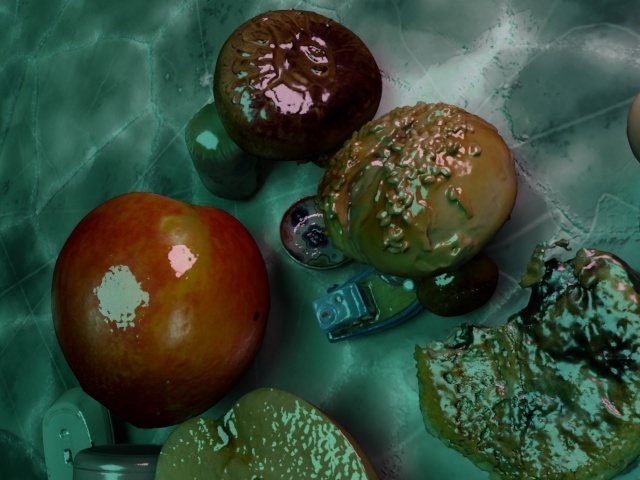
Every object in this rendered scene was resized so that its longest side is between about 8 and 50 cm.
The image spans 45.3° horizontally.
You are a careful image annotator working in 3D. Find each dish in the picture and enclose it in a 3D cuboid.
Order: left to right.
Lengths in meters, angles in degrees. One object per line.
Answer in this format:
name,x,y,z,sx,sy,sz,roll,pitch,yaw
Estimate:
dish,0.000,0.000,1.294,0.141,0.078,0.141,1,62,-1

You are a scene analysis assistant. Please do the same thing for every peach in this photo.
peach,-0.261,0.113,1.260,0.388,0.388,0.388,-7,76,32

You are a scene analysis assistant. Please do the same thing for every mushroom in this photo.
mushroom,-0.031,-0.245,1.243,0.278,0.297,0.163,55,152,-7
mushroom,0.197,0.062,1.113,0.127,0.127,0.087,-35,59,23

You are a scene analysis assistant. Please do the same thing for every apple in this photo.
apple,-0.077,0.408,1.131,0.312,0.320,0.360,113,141,-52

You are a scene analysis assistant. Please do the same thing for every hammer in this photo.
hammer,-0.145,-0.252,1.391,0.119,0.206,0.335,11,68,5

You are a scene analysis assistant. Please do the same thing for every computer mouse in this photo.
computer mouse,-0.448,0.427,1.482,0.159,0.097,0.288,-18,82,28

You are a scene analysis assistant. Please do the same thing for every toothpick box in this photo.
toothpick box,-0.319,0.517,1.304,0.229,0.229,0.316,-5,78,33

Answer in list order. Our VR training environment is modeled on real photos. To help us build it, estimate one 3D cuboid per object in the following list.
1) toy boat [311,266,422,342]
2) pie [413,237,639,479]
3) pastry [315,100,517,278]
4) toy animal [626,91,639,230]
toy boat,0.089,0.082,1.197,0.238,0.098,0.109,-28,69,25
pie,0.297,0.188,1.029,0.371,0.078,0.296,-42,72,26
pastry,0.125,-0.092,1.103,0.284,0.184,0.315,-40,31,-6
toy animal,0.485,-0.099,0.916,0.229,0.210,0.221,167,105,-69
